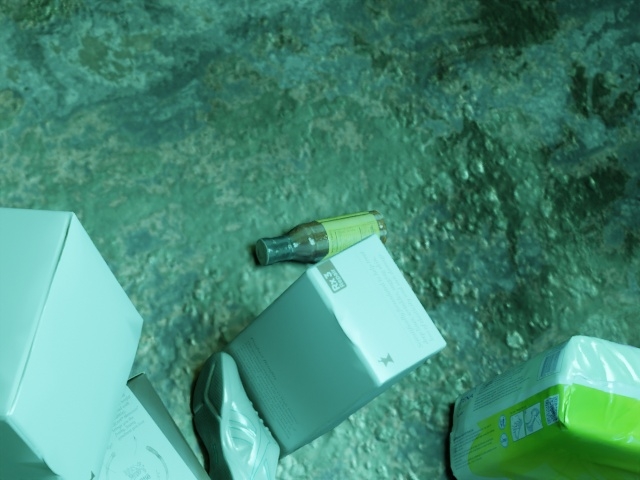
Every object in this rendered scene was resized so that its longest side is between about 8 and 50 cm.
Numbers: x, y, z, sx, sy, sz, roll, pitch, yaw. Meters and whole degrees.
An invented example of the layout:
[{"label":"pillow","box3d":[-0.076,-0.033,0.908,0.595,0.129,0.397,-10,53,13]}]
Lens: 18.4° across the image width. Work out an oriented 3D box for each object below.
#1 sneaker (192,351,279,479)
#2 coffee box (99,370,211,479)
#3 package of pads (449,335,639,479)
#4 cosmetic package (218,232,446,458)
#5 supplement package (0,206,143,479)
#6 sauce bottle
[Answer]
[{"label":"sneaker","box3d":[-0.072,0.173,1.750,0.061,0.054,0.152,-1,75,-35]},{"label":"coffee box","box3d":[-0.140,0.249,1.628,0.098,0.141,0.246,-29,83,-31]},{"label":"package of pads","box3d":[0.292,0.184,1.808,0.297,0.229,0.101,16,66,-20]},{"label":"cosmetic package","box3d":[0.005,0.095,1.708,0.085,0.231,0.117,-28,83,-32]},{"label":"supplement package","box3d":[-0.314,0.084,1.516,0.293,0.177,0.175,4,61,17]},{"label":"sauce bottle","box3d":[0.000,0.000,1.859,0.128,0.042,0.042,-10,73,-26]}]
